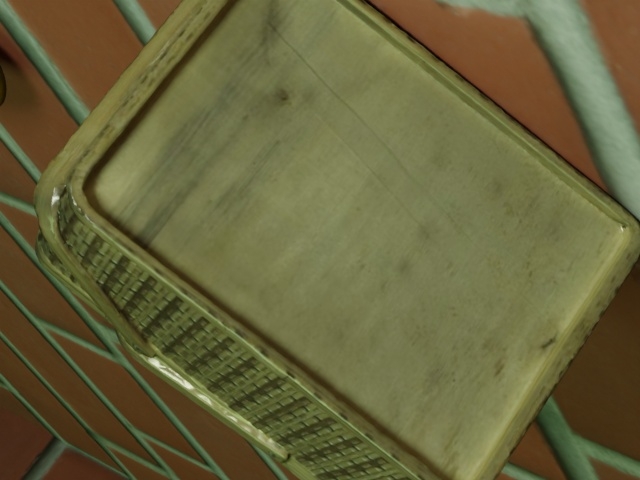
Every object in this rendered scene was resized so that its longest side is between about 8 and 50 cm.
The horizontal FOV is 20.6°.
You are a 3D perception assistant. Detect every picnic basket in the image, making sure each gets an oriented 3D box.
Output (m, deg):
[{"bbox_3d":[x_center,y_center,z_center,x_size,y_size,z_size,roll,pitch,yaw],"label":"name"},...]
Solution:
[{"bbox_3d":[0.000,0.000,1.087,0.313,0.228,0.175,38,159,-5],"label":"picnic basket"}]

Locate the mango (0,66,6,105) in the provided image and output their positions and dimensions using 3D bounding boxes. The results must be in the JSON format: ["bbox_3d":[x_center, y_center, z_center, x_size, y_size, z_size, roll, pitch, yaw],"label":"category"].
[{"bbox_3d":[-0.383,-0.173,1.552,0.253,0.113,0.138,25,155,15],"label":"mango"}]
